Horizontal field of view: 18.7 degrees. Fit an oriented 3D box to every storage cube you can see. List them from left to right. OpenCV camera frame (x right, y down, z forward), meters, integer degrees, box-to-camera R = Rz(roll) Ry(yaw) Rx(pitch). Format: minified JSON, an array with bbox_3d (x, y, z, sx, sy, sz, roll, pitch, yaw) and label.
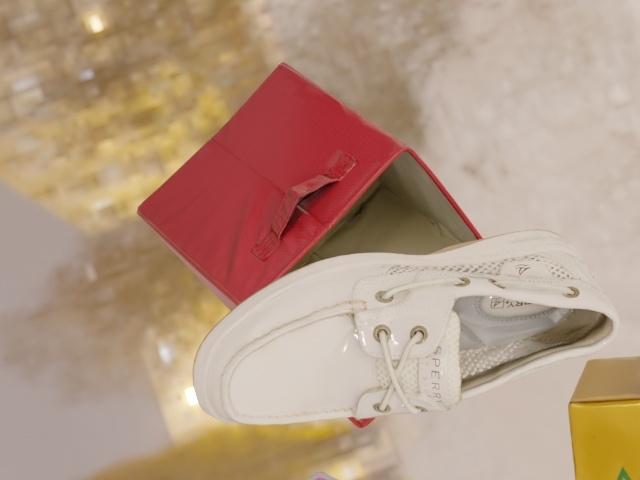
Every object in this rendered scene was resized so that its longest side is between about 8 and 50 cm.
[{"bbox_3d":[0.000,0.000,1.600,0.193,0.184,0.215,38,173,48],"label":"storage cube"}]

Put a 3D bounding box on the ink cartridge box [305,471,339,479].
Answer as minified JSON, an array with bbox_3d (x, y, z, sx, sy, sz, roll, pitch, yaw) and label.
[{"bbox_3d":[-0.067,0.317,1.539,0.311,0.065,0.186,-20,-52,-60],"label":"ink cartridge box"}]

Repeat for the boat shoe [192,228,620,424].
[{"bbox_3d":[0.059,0.063,1.212,0.096,0.277,0.098,-133,32,-54],"label":"boat shoe"}]

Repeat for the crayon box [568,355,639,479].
[{"bbox_3d":[0.260,0.217,1.597,0.202,0.081,0.319,-23,-73,-76],"label":"crayon box"}]
